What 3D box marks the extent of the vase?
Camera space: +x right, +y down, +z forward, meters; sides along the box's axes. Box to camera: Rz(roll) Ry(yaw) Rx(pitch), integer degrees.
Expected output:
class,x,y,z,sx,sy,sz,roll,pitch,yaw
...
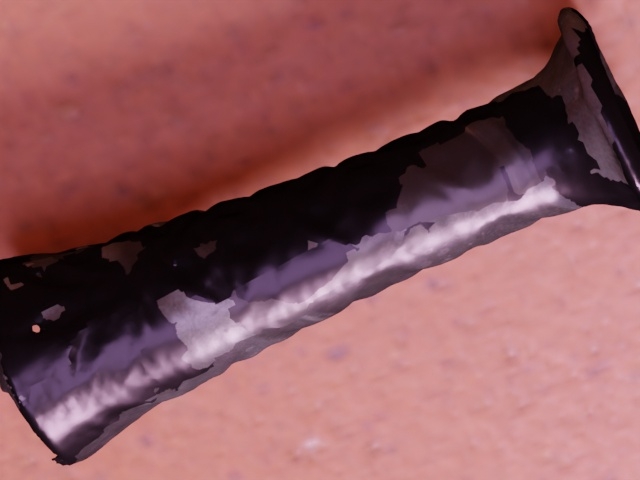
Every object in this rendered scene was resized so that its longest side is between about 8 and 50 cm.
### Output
class,x,y,z,sx,sy,sz,roll,pitch,yaw
vase,0.000,0.000,0.444,0.167,0.059,0.059,-23,118,10
